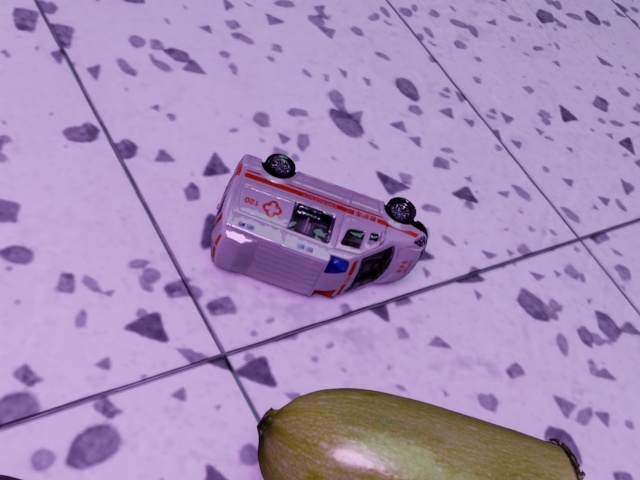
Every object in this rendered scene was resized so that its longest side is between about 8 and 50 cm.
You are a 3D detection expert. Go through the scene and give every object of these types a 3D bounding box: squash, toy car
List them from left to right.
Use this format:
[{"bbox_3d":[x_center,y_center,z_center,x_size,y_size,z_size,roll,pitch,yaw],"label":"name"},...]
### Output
[{"bbox_3d":[0.000,0.000,0.800,0.210,0.089,0.108,19,47,-7],"label":"toy car"},{"bbox_3d":[0.066,0.191,0.647,0.247,0.132,0.132,16,47,-9],"label":"squash"}]

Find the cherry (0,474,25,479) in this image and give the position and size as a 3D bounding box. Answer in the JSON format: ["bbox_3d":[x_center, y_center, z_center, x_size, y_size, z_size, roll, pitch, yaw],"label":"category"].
[{"bbox_3d":[-0.198,0.244,0.438,0.213,0.183,0.266,12,32,-27],"label":"cherry"}]
